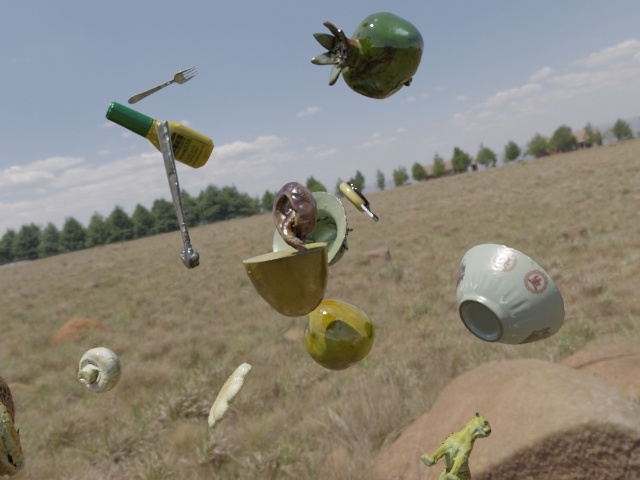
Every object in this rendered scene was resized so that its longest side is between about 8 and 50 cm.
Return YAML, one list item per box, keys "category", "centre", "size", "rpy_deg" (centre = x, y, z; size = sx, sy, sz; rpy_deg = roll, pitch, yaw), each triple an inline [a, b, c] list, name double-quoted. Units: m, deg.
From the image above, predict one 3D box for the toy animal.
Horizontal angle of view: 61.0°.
- category: "toy animal"
  centre: [0.245, 0.411, 0.968]
  size: [0.073, 0.181, 0.136]
  rpy_deg: [16, 33, 38]

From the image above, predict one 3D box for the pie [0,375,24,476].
- category: "pie"
  centre: [-0.863, 0.497, 1.459]
  size: [0.086, 0.308, 0.308]
  rpy_deg: [-18, 7, -27]

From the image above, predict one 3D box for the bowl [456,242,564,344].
- category: "bowl"
  centre: [0.502, 0.188, 1.564]
  size: [0.158, 0.337, 0.337]
  rpy_deg: [-34, 16, -30]

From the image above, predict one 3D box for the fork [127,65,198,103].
- category: "fork"
  centre: [-0.454, -0.441, 1.551]
  size: [0.220, 0.034, 0.028]
  rpy_deg: [-22, 34, 6]

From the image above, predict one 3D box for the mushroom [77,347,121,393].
- category: "mushroom"
  centre: [-0.398, 0.234, 0.976]
  size: [0.084, 0.083, 0.067]
  rpy_deg: [-10, 1, 23]

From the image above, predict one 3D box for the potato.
- category: "potato"
  centre: [-0.065, 0.096, 1.239]
  size: [0.178, 0.157, 0.204]
  rpy_deg: [-8, 2, 34]

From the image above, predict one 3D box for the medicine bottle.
- category: "medicine bottle"
  centre: [-0.396, -0.264, 1.342]
  size: [0.261, 0.095, 0.064]
  rpy_deg: [24, 32, -25]

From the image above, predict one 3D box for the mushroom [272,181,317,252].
- category: "mushroom"
  centre: [-0.050, -0.044, 1.144]
  size: [0.080, 0.170, 0.135]
  rpy_deg: [3, -39, -17]

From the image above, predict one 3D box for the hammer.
- category: "hammer"
  centre: [-0.276, -0.090, 1.048]
  size: [0.027, 0.297, 0.125]
  rpy_deg: [-12, -5, -24]

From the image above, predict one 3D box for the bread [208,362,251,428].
- category: "bread"
  centre: [-0.290, 0.483, 1.676]
  size: [0.251, 0.039, 0.181]
  rpy_deg: [-52, 8, 49]

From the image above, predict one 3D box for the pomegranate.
- category: "pomegranate"
  centre: [0.084, -0.322, 0.943]
  size: [0.191, 0.131, 0.152]
  rpy_deg: [-1, -36, -39]

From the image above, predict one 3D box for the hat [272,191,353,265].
- category: "hat"
  centre: [0.000, 0.000, 1.564]
  size: [0.257, 0.257, 0.130]
  rpy_deg: [-9, -25, 33]

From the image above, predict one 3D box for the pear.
- category: "pear"
  centre: [0.046, 0.250, 1.450]
  size: [0.200, 0.199, 0.200]
  rpy_deg: [-12, 5, 1]

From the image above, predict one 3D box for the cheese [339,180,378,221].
- category: "cheese"
  centre: [0.113, -0.099, 1.497]
  size: [0.036, 0.086, 0.162]
  rpy_deg: [-41, 44, 1]
